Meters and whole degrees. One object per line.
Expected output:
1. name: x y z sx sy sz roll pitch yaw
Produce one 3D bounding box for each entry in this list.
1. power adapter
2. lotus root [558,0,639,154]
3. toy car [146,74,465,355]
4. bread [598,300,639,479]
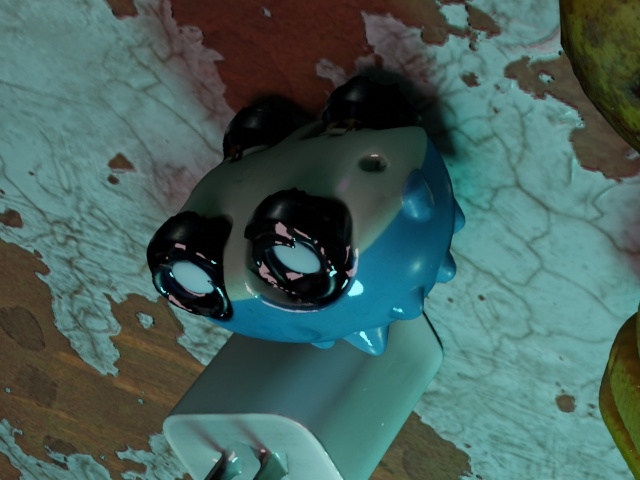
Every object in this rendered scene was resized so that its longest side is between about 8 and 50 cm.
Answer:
1. power adapter: -0.030 0.156 1.271 0.187 0.255 0.124 -7 122 42
2. lotus root: 0.281 -0.088 0.801 0.397 0.196 0.179 43 154 8
3. toy car: 0.000 0.000 1.139 0.255 0.188 0.190 -10 130 41
4. bread: 0.329 0.138 0.978 0.300 0.210 0.341 35 157 11
